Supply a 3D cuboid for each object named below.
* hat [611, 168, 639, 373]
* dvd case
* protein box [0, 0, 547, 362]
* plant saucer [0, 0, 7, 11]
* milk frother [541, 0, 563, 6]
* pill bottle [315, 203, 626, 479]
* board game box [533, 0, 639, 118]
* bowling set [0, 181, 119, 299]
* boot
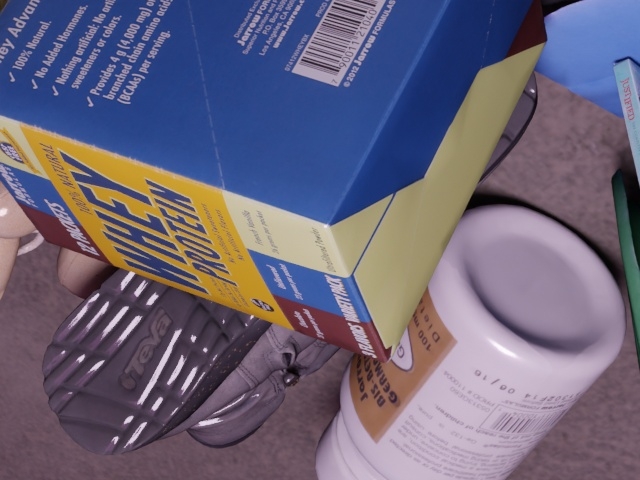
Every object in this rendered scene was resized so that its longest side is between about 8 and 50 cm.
[{"bbox_3d":[0.275,0.043,0.963,0.184,0.173,0.208,-9,131,10],"label":"hat"},{"bbox_3d":[0.204,-0.041,0.914,0.013,0.087,0.119,-26,144,30],"label":"dvd case"},{"bbox_3d":[-0.027,-0.082,0.794,0.201,0.199,0.136,18,157,23],"label":"protein box"},{"bbox_3d":[-0.181,-0.152,0.928,0.188,0.188,0.045,-16,141,31],"label":"plant saucer"},{"bbox_3d":[0.107,-0.186,0.802,0.135,0.129,0.143,-10,170,26],"label":"milk frother"},{"bbox_3d":[0.087,0.094,1.074,0.131,0.131,0.229,28,133,-5],"label":"pill bottle"},{"bbox_3d":[0.189,-0.112,0.903,0.169,0.033,0.133,21,156,-40],"label":"board game box"},{"bbox_3d":[-0.144,-0.073,0.985,0.200,0.287,0.154,51,129,18],"label":"bowling set"},{"bbox_3d":[0.000,0.000,0.991,0.338,0.223,0.118,-37,75,14],"label":"boot"}]
